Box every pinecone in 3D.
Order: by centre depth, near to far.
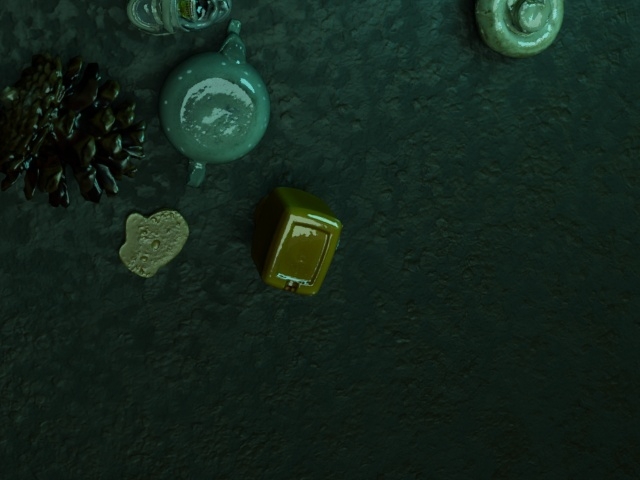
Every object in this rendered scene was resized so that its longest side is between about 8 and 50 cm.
[{"bbox_3d":[-0.405,-0.172,1.759,0.264,0.264,0.264,-4,109,-11],"label":"pinecone"}]

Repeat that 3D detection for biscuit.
[{"bbox_3d":[-0.308,-0.006,1.948,0.140,0.023,0.118,-38,111,3],"label":"biscuit"}]

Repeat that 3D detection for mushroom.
[{"bbox_3d":[0.351,-0.404,1.899,0.166,0.127,0.166,-1,106,-4],"label":"mushroom"}]

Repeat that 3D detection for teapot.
[{"bbox_3d":[-0.184,-0.229,1.848,0.193,0.129,0.295,14,107,-16],"label":"teapot"}]

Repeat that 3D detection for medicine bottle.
[{"bbox_3d":[-0.051,-0.010,1.893,0.112,0.222,0.149,16,104,-17],"label":"medicine bottle"}]

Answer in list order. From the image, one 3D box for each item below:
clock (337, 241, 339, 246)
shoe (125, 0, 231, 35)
[{"bbox_3d":[0.000,0.000,2.021,0.074,0.010,0.083,21,102,-17],"label":"clock"},{"bbox_3d":[-0.235,-0.385,1.800,0.180,0.092,0.089,-8,110,-9],"label":"shoe"}]
